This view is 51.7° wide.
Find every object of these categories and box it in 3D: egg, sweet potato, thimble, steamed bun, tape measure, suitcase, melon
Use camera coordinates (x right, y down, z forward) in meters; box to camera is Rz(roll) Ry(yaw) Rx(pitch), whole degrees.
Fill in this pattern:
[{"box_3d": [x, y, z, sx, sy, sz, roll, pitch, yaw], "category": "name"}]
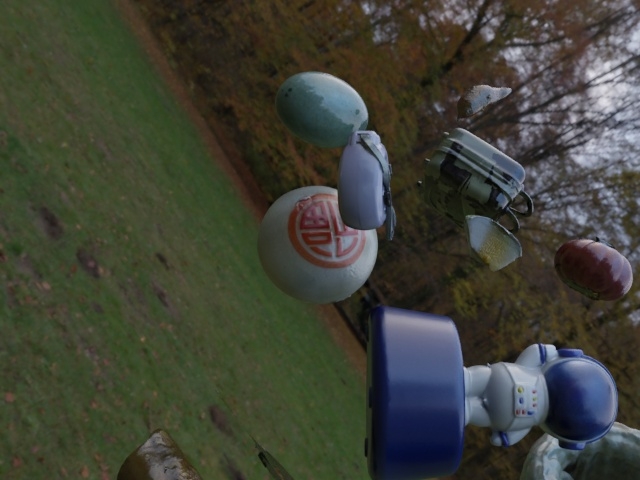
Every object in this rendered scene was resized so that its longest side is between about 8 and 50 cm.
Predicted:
[{"box_3d": [0.005, -0.309, 1.573, 0.237, 0.169, 0.169, 20, 17, -24], "category": "egg"}, {"box_3d": [-0.240, 0.462, 1.078, 0.370, 0.158, 0.157, 42, -12, 50], "category": "sweet potato"}, {"box_3d": [0.488, 0.453, 1.115, 0.291, 0.292, 0.195, -122, -158, -50], "category": "thimble"}, {"box_3d": [0.000, 0.000, 1.514, 0.283, 0.283, 0.177, 58, -22, 10], "category": "steamed bun"}, {"box_3d": [0.096, -0.105, 1.301, 0.196, 0.105, 0.178, 68, 27, -65], "category": "tape measure"}, {"box_3d": [0.471, -0.155, 1.970, 0.339, 0.194, 0.351, 35, -11, 11], "category": "suitcase"}, {"box_3d": [0.391, -0.347, 1.587, 0.068, 0.226, 0.068, 31, -43, 35], "category": "sweet potato"}, {"box_3d": [0.374, -0.007, 1.555, 0.202, 0.093, 0.139, 36, 1, -33], "category": "melon"}]

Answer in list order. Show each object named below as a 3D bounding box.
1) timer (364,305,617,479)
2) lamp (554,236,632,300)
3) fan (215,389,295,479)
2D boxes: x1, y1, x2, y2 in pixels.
[{"box_3d": [0.261, 0.237, 1.021, 0.270, 0.384, 0.270, 0, 90, -88], "category": "timer"}, {"box_3d": [0.648, 0.062, 1.564, 0.182, 0.140, 0.182, 31, -2, 1], "category": "lamp"}, {"box_3d": [-0.103, 0.397, 1.237, 0.310, 0.010, 0.182, 55, -25, -8], "category": "fan"}]
